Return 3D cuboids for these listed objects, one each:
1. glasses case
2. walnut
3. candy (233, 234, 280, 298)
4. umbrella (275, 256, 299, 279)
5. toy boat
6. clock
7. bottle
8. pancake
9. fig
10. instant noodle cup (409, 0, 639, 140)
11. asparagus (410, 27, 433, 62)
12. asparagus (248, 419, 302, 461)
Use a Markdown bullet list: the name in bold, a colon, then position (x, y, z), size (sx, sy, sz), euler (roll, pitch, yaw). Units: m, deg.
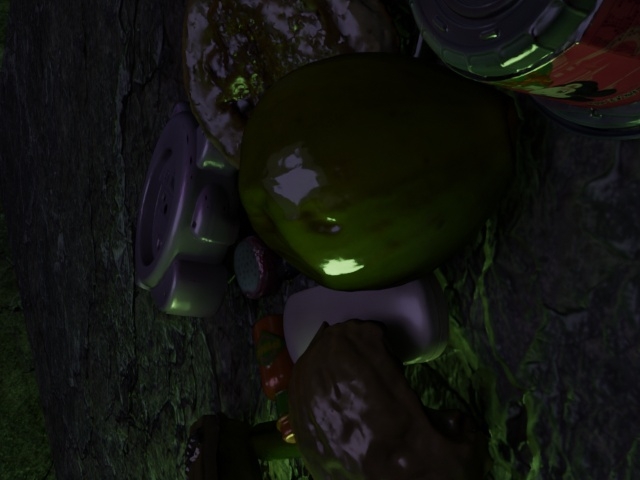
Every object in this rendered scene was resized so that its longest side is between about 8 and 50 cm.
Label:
- **glasses case**: position (0.043, 0.102, 0.827), size (0.297, 0.075, 0.113), euler (-20, 78, 54)
- **walnut**: position (0.046, 0.196, 0.710), size (0.238, 0.141, 0.204), euler (10, 125, 43)
- **candy**: position (-0.100, 0.041, 1.060), size (0.103, 0.043, 0.103), euler (14, 107, 54)
- **umbrella**: position (-0.002, -0.002, 0.887), size (0.224, 0.071, 0.080), euler (-37, 58, 52)
- **toy boat**: position (-0.145, 0.425, 1.016), size (0.162, 0.136, 0.445), euler (-62, 23, 19)
- **clock**: position (-0.224, -0.060, 1.139), size (0.295, 0.113, 0.322), euler (40, 116, 58)
- **bottle**: position (-0.050, 0.194, 0.945), size (0.187, 0.069, 0.069), euler (-107, 34, -42)
- **pancake**: position (-0.050, -0.208, 0.847), size (0.356, 0.065, 0.356), euler (22, 128, 31)
- **fig**: position (0.060, -0.074, 0.654), size (0.271, 0.239, 0.239), euler (-23, 73, 28)
- **instant noodle cup**: position (0.183, -0.208, 0.496), size (0.302, 0.182, 0.258), euler (-25, 72, 54)
- **asparagus**: position (0.127, -0.269, 0.708), size (0.034, 0.027, 0.236), euler (38, 123, 42)
- **asparagus**: position (-0.019, 0.280, 0.957), size (0.278, 0.060, 0.067), euler (-26, 55, 54)
